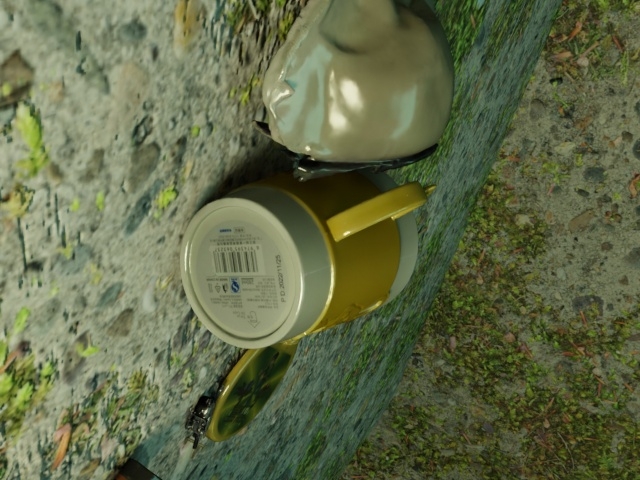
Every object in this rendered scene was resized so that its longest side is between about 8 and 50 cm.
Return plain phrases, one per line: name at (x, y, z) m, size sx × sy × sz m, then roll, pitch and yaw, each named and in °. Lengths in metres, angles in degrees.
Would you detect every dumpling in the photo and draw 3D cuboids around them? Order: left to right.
dumpling at (0.062, -0.164, 0.649) m, size 0.293 × 0.163 × 0.204 m, roll -22°, pitch 158°, yaw -53°

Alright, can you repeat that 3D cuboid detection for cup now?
cup at (0.000, 0.000, 0.683) m, size 0.241 × 0.186 × 0.226 m, roll -30°, pitch 174°, yaw 33°

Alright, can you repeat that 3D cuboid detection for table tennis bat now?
table tennis bat at (-0.072, 0.169, 1.017) m, size 0.321 × 0.050 × 0.198 m, roll -54°, pitch 160°, yaw -9°

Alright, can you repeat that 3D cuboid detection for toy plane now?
toy plane at (-0.162, 0.250, 0.901) m, size 0.049 × 0.031 × 0.121 m, roll -41°, pitch 152°, yaw -68°

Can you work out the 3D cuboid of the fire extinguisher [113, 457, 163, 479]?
fire extinguisher at (-0.248, 0.332, 0.737) m, size 0.177 × 0.062 × 0.050 m, roll -53°, pitch -169°, yaw -25°
